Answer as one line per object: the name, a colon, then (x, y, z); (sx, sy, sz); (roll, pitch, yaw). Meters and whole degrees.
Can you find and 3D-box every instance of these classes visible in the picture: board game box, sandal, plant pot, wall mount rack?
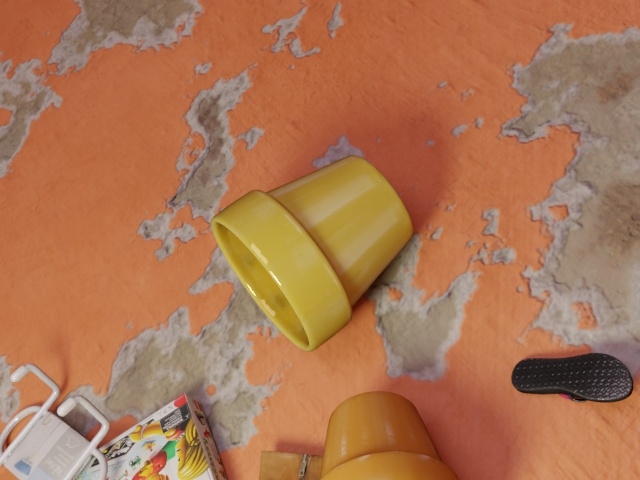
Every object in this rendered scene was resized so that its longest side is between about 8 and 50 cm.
board game box: (-0.295, 0.400, 1.615); (0.305, 0.053, 0.193); (-34, 51, 8)
sandal: (0.343, 0.188, 1.396); (0.179, 0.040, 0.067); (-3, 55, 44)
plant pot: (0.000, 0.000, 1.575); (0.239, 0.254, 0.254); (-37, 50, -13)
plant pot: (0.082, 0.312, 1.378); (0.205, 0.205, 0.188); (-25, 38, 15)
wall mount rack: (-0.501, 0.357, 1.649); (0.350, 0.130, 0.304); (15, 61, 51)

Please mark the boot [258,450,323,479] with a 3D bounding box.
boot: (-0.099, 0.430, 1.462); (0.264, 0.096, 0.281); (-7, 59, 26)
